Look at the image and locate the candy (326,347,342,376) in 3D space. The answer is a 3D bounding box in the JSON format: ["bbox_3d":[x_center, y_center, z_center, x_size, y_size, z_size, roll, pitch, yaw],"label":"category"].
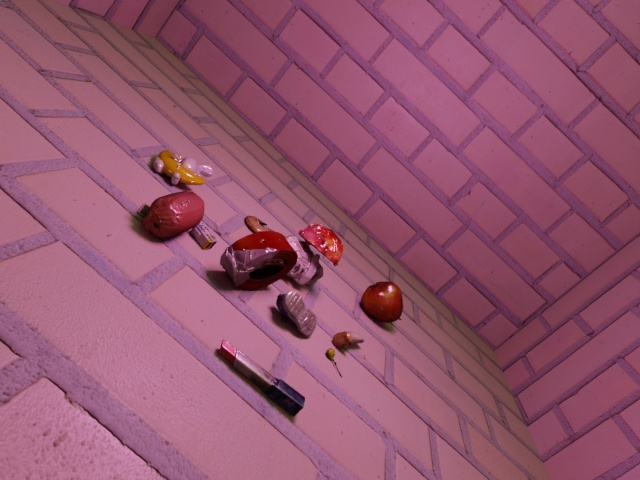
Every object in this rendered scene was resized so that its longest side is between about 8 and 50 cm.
[{"bbox_3d":[0.058,0.480,1.696,0.035,0.035,0.123,-9,58,-29],"label":"candy"}]

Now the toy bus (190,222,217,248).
[{"bbox_3d":[-0.457,-0.017,1.674,0.102,0.052,0.058,49,17,12],"label":"toy bus"}]

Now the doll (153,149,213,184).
[{"bbox_3d":[-0.618,-0.320,1.933,0.237,0.111,0.252,24,22,-10],"label":"doll"}]

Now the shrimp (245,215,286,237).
[{"bbox_3d":[-0.256,-0.048,2.193,0.296,0.058,0.169,28,20,-32],"label":"shrimp"}]

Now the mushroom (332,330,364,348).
[{"bbox_3d":[0.132,0.432,1.892,0.209,0.084,0.071,18,51,-60],"label":"mushroom"}]

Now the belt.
[{"bbox_3d":[-0.236,0.081,1.648,0.323,0.227,0.115,-5,46,-51],"label":"belt"}]

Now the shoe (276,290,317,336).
[{"bbox_3d":[-0.109,0.289,1.695,0.099,0.125,0.228,-56,129,-38],"label":"shoe"}]

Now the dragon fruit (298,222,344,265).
[{"bbox_3d":[0.004,-0.010,1.994,0.274,0.126,0.161,40,2,42],"label":"dragon fruit"}]

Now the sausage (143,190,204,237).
[{"bbox_3d":[-0.519,-0.098,1.556,0.152,0.152,0.280,43,18,-1],"label":"sausage"}]

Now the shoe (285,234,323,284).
[{"bbox_3d":[-0.102,0.101,1.977,0.198,0.172,0.351,49,18,19],"label":"shoe"}]

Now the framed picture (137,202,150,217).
[{"bbox_3d":[-0.625,-0.101,1.569,0.066,0.007,0.089,37,18,-20],"label":"framed picture"}]

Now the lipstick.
[{"bbox_3d":[-0.183,0.409,1.294,0.312,0.051,0.051,39,19,-7],"label":"lipstick"}]

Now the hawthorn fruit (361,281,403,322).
[{"bbox_3d":[0.357,0.350,2.366,0.261,0.224,0.224,57,16,-8],"label":"hawthorn fruit"}]
